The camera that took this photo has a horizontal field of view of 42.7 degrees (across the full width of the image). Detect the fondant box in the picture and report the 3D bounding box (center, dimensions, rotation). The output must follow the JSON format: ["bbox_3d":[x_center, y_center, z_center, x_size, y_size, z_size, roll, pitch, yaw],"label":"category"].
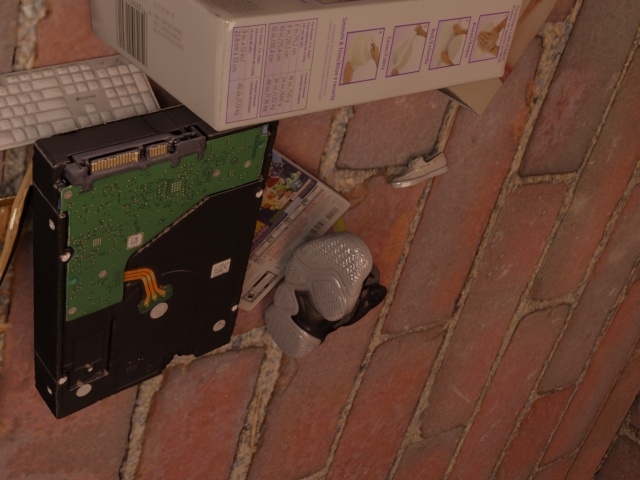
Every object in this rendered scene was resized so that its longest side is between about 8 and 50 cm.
[{"bbox_3d":[-0.012,-0.214,0.763,0.330,0.238,0.096,-18,130,-33],"label":"fondant box"}]

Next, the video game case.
[{"bbox_3d":[-0.081,-0.011,1.005,0.201,0.023,0.183,-46,142,11],"label":"video game case"}]

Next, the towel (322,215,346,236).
[{"bbox_3d":[0.000,0.000,1.122,0.083,0.009,0.060,-35,138,-18],"label":"towel"}]

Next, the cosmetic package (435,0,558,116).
[{"bbox_3d":[0.192,-0.315,0.945,0.129,0.153,0.296,25,103,-49],"label":"cosmetic package"}]

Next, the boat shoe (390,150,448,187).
[{"bbox_3d":[0.138,-0.102,1.157,0.100,0.035,0.035,-22,106,-25],"label":"boat shoe"}]

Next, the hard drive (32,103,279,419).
[{"bbox_3d":[-0.179,0.019,0.854,0.236,0.064,0.339,-22,144,-36],"label":"hard drive"}]

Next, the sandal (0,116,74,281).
[{"bbox_3d":[-0.319,-0.021,0.778,0.079,0.088,0.240,25,95,-18],"label":"sandal"}]

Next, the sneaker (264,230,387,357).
[{"bbox_3d":[0.028,0.050,1.083,0.153,0.101,0.268,-30,165,-35],"label":"sneaker"}]

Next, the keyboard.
[{"bbox_3d":[-0.270,-0.118,0.735,0.256,0.072,0.014,-19,163,-32],"label":"keyboard"}]
